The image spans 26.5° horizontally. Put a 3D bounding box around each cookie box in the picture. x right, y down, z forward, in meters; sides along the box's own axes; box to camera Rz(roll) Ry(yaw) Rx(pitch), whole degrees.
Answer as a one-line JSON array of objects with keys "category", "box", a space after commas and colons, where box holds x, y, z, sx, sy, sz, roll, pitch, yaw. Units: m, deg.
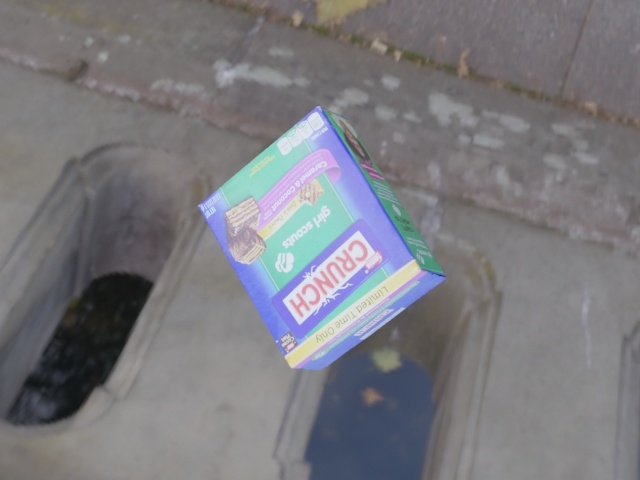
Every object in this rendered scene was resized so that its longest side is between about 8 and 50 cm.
[{"category": "cookie box", "box": [0.000, 0.000, 0.720, 0.092, 0.040, 0.107, -38, 70, 19]}]
